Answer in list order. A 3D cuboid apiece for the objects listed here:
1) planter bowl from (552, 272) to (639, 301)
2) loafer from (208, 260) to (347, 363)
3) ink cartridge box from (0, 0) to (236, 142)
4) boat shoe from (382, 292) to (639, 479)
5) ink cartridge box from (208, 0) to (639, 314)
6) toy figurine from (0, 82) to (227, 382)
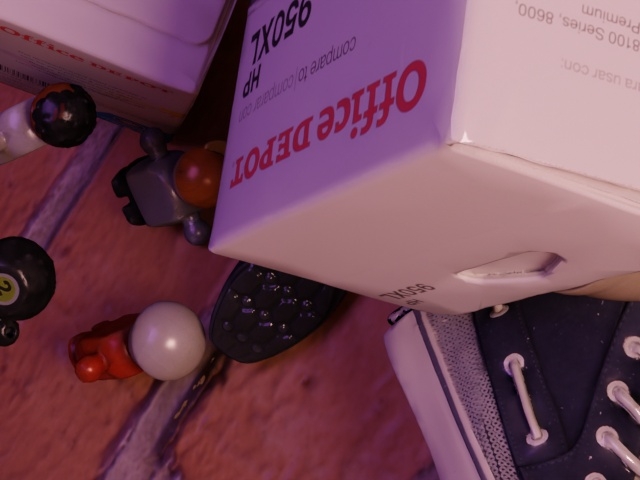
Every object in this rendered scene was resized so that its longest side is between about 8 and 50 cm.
[{"bbox_3d":[0.193,-0.037,0.924,0.162,0.109,0.162,-47,34,47],"label":"planter bowl"},{"bbox_3d":[0.000,0.000,1.213,0.223,0.076,0.078,-50,8,23],"label":"loafer"},{"bbox_3d":[-0.156,-0.195,1.302,0.233,0.171,0.168,155,135,-78],"label":"ink cartridge box"},{"bbox_3d":[0.159,0.122,0.952,0.158,0.127,0.340,-39,48,16],"label":"boat shoe"},{"bbox_3d":[0.091,-0.181,0.894,0.285,0.166,0.394,-23,56,63],"label":"ink cartridge box"},{"bbox_3d":[-0.175,-0.006,1.273,0.148,0.213,0.209,-10,59,54],"label":"toy figurine"}]
